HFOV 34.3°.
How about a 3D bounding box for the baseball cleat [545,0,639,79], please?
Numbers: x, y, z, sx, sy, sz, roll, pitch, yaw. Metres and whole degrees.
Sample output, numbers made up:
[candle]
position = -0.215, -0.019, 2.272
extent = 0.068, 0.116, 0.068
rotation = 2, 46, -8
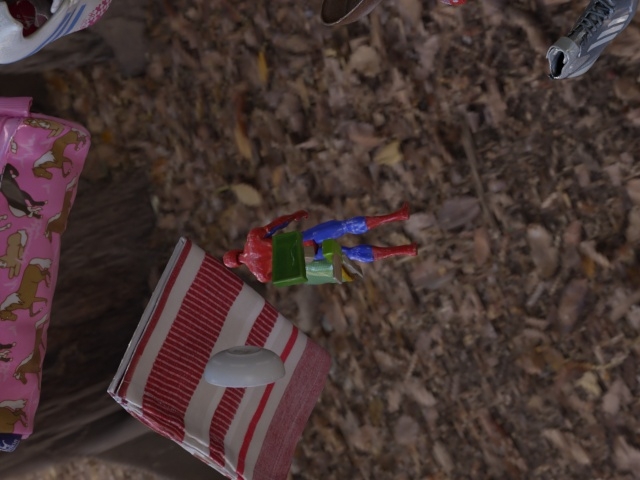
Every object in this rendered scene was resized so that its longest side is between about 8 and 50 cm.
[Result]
[baseball cleat]
position = 0.432, -0.335, 1.651
extent = 0.072, 0.109, 0.206
rotation = 44, 135, 22

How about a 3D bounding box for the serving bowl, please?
[serving bowl]
position = -0.078, 0.125, 1.056
extent = 0.083, 0.083, 0.027
rotation = 11, 106, 57

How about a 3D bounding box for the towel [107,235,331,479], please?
[towel]
position = -0.117, 0.178, 1.377
extent = 0.037, 0.237, 0.329
rotation = -3, 145, 41

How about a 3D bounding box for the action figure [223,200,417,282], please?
[action figure]
position = 0.000, 0.000, 1.504
extent = 0.139, 0.280, 0.092
rotation = -52, -48, -75

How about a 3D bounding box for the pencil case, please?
[pencil case]
position = -0.370, 0.034, 1.173
extent = 0.167, 0.160, 0.386
rotation = 4, 82, 54

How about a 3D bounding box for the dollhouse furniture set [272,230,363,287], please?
[dollhouse furniture set]
position = -0.006, 0.041, 1.204
extent = 0.151, 0.076, 0.059
rotation = 42, -140, -60

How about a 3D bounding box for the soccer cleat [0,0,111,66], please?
[soccer cleat]
position = -0.409, -0.386, 1.638
extent = 0.116, 0.331, 0.143
rotation = 48, 138, -12

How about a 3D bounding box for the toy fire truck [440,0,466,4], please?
[toy fire truck]
position = 0.150, -0.361, 1.106
extent = 0.047, 0.135, 0.192
rotation = 19, 93, 22

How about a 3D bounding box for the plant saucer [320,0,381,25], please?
[plant saucer]
position = 0.072, -0.393, 1.521
extent = 0.198, 0.036, 0.199
rotation = -44, 29, 32
